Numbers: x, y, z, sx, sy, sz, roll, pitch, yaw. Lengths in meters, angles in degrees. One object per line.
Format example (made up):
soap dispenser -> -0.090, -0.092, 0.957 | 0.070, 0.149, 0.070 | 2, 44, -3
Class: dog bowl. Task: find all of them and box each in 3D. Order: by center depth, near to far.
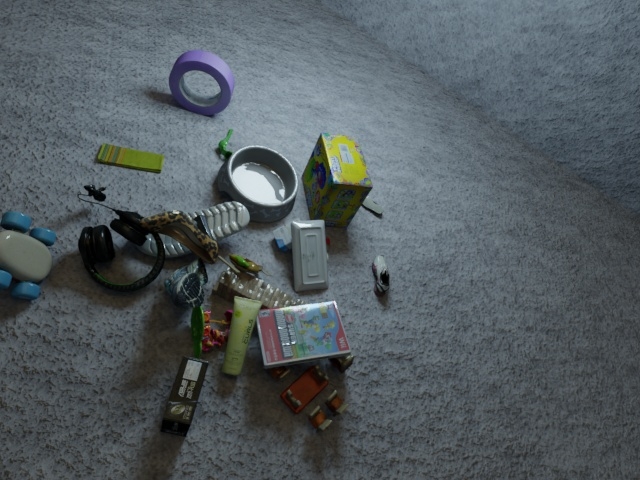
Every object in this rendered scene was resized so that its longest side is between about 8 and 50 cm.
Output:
dog bowl -> -0.249, -0.248, 1.841 | 0.349, 0.102, 0.348 | 13, 58, -21

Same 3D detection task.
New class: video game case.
video game case -> -0.061, 0.302, 1.447 | 0.285, 0.025, 0.204 | -4, 49, -17

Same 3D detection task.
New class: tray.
tray -> -0.036, 0.057, 1.693 | 0.145, 0.030, 0.270 | -3, 89, -24

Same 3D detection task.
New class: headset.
headset -> -0.687, -0.013, 1.487 | 0.243, 0.185, 0.394 | -30, 87, -14

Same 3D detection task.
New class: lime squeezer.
lime squeezer -> -0.394, -0.386, 1.958 | 0.110, 0.059, 0.310 | 16, 41, -55

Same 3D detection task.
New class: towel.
towel -> -0.757, -0.333, 1.772 | 0.237, 0.021, 0.102 | 8, 54, -18

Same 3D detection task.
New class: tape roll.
tape roll -> -0.530, -0.703, 1.977 | 0.275, 0.275, 0.090 | 14, 50, -13

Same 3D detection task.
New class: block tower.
block tower -> -0.210, 0.205, 1.558 | 0.335, 0.097, 0.091 | 26, 49, -2

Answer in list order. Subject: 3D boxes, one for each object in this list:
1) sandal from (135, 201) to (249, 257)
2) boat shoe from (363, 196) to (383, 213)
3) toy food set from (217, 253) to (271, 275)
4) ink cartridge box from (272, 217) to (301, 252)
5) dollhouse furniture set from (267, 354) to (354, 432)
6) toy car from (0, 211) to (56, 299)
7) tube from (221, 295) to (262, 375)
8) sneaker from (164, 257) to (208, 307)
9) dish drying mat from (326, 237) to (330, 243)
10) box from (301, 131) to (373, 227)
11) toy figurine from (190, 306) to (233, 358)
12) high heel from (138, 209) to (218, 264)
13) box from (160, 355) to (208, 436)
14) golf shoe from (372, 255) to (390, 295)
sandal -> -0.464, -0.028, 1.622 | 0.416, 0.102, 0.169 | -13, 75, -15
boat shoe -> 0.240, -0.167, 2.063 | 0.125, 0.038, 0.046 | 32, 91, 9
toy food set -> -0.264, 0.079, 1.581 | 0.132, 0.038, 0.192 | 33, 10, 30
ink cartridge box -> -0.116, -0.022, 1.751 | 0.122, 0.052, 0.088 | -28, 60, 6
dollhouse furniture set -> -0.012, 0.455, 1.460 | 0.259, 0.135, 0.262 | -36, 74, -26
toy car -> -0.972, 0.051, 1.323 | 0.238, 0.210, 0.219 | -2, 66, 10
tube -> -0.260, 0.305, 1.411 | 0.070, 0.062, 0.240 | 26, 74, -53
sneaker -> -0.447, 0.156, 1.430 | 0.122, 0.110, 0.283 | -20, 16, 1
dish drying mat -> 0.000, 0.000, 1.856 | 0.083, 0.008, 0.032 | 6, 53, -18
box -> 0.061, -0.253, 1.892 | 0.177, 0.279, 0.290 | 3, 54, -22
toy figurine -> -0.329, 0.292, 1.445 | 0.159, 0.130, 0.173 | 4, 76, -32
high heel -> -0.458, -0.002, 1.458 | 0.261, 0.093, 0.186 | -2, 63, -51
box -> -0.390, 0.447, 1.265 | 0.077, 0.147, 0.180 | 17, 51, -11
golf shoe -> 0.259, 0.133, 1.817 | 0.067, 0.086, 0.186 | 10, 51, -15
